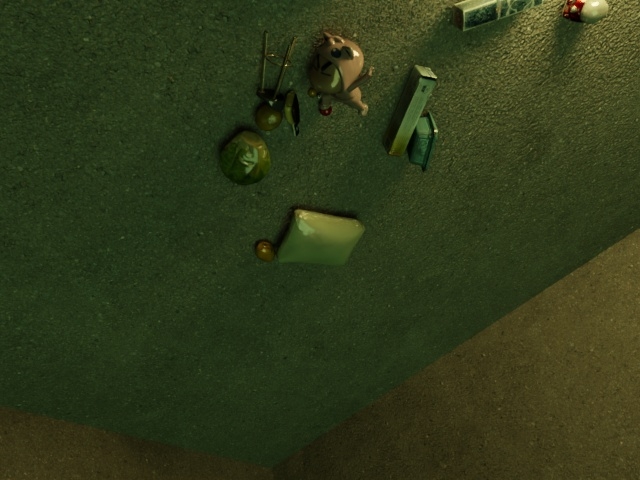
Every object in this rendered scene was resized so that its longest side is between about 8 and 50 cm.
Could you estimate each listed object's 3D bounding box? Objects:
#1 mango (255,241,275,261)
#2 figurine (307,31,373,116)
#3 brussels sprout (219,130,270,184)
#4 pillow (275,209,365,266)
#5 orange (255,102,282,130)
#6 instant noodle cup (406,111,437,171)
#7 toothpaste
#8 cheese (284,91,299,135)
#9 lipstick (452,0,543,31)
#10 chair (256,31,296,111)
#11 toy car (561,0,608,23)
[{"bbox_3d":[-0.223,0.049,2.063,0.079,0.057,0.114,-29,140,-5],"label":"mango"},{"bbox_3d":[0.055,-0.490,1.586,0.186,0.176,0.287,-42,154,-16],"label":"figurine"},{"bbox_3d":[-0.244,-0.270,1.691,0.161,0.144,0.181,40,127,-7],"label":"brussels sprout"},{"bbox_3d":[0.000,0.000,2.061,0.322,0.120,0.255,7,129,-29],"label":"pillow"},{"bbox_3d":[-0.167,-0.395,1.637,0.085,0.085,0.095,21,135,-36],"label":"orange"},{"bbox_3d":[0.363,-0.360,1.850,0.070,0.157,0.179,3,132,-4],"label":"instant noodle cup"},{"bbox_3d":[0.306,-0.449,1.781,0.071,0.089,0.313,6,130,-18],"label":"toothpaste"},{"bbox_3d":[-0.088,-0.406,1.675,0.036,0.086,0.162,3,151,9],"label":"cheese"},{"bbox_3d":[0.566,-0.747,1.609,0.289,0.076,0.077,-21,135,-6],"label":"lipstick"},{"bbox_3d":[-0.140,-0.509,1.542,0.095,0.104,0.222,17,124,3],"label":"chair"},{"bbox_3d":[0.891,-0.771,1.694,0.139,0.112,0.112,-11,136,-13],"label":"toy car"}]
